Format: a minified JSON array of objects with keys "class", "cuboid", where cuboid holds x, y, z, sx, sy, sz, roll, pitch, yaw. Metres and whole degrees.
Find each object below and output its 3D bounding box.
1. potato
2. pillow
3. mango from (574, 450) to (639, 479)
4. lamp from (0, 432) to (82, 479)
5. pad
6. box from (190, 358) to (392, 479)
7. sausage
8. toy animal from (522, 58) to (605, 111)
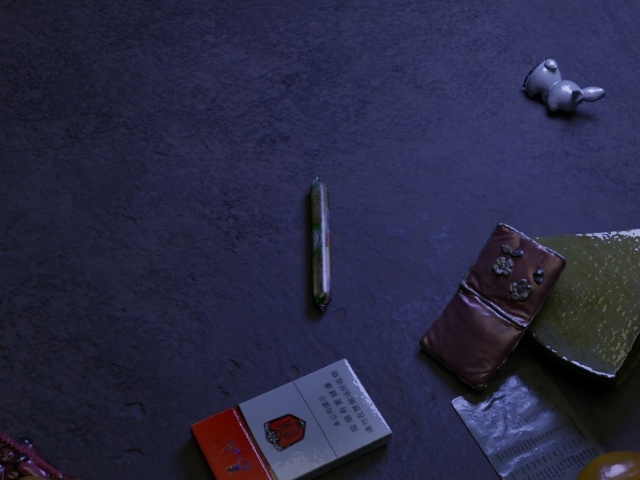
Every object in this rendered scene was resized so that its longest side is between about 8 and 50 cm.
[{"class":"potato","cuboid":[0.386,0.064,1.486,0.255,0.112,0.269,24,73,29]},{"class":"pillow","cuboid":[0.252,0.096,1.442,0.126,0.043,0.233,32,85,30]},{"class":"mango","cuboid":[0.368,0.366,1.248,0.147,0.109,0.227,46,64,-10]},{"class":"lamp","cuboid":[-0.315,0.342,1.205,0.253,0.118,0.118,27,54,24]},{"class":"pad","cuboid":[0.315,0.296,1.368,0.159,0.009,0.265,-21,56,-19]},{"class":"box","cuboid":[-0.039,0.264,1.345,0.245,0.035,0.139,-19,56,-20]},{"class":"sausage","cuboid":[0.000,0.000,1.560,0.032,0.033,0.269,1,51,-4]},{"class":"toy animal","cuboid":[0.438,-0.274,1.797,0.071,0.085,0.124,-19,59,-40]}]
